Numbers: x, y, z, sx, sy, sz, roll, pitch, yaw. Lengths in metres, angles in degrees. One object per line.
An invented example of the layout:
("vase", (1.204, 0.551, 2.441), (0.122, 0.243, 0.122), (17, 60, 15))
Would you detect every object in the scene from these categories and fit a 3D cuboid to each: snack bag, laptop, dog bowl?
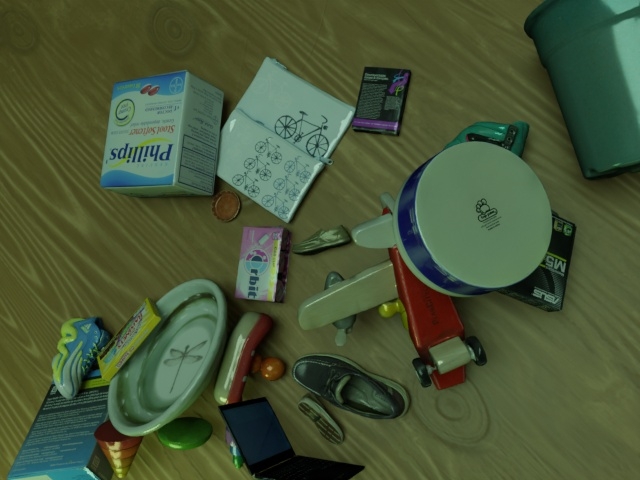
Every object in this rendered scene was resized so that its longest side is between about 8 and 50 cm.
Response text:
("snack bag", (-0.109, -0.264, 1.565), (0.323, 0.037, 0.343), (35, 94, 22))
("laptop", (-0.057, 0.430, 1.326), (0.264, 0.234, 0.137), (1, 82, 21))
("dog bowl", (0.268, -0.037, 1.090), (0.264, 0.104, 0.265), (3, 78, -14))

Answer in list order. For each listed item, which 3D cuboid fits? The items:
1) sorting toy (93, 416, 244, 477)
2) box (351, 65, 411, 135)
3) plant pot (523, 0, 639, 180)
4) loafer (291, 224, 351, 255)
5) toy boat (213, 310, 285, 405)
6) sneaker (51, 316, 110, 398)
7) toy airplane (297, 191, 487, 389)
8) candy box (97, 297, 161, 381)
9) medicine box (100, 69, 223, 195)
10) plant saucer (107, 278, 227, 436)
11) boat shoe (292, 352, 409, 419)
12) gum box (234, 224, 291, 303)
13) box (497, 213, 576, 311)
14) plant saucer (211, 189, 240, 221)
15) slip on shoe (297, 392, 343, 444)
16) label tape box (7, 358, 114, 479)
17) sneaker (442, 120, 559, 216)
("sorting toy", (-0.345, 0.500, 1.453), (0.365, 0.127, 0.126), (2, 100, -5))
("box", (0.148, -0.338, 1.487), (0.116, 0.029, 0.162), (11, 86, 20))
("plant pot", (0.600, -0.306, 1.173), (0.341, 0.341, 0.334), (-13, 84, 18))
("loafer", (0.000, 0.000, 1.475), (0.148, 0.056, 0.050), (-13, 76, 7))
("toy boat", (-0.156, 0.288, 1.455), (0.151, 0.151, 0.231), (17, 88, -9))
("sneaker", (-0.619, 0.290, 1.602), (0.126, 0.091, 0.240), (-21, 49, 4))
("toy airplane", (0.189, 0.078, 1.273), (0.386, 0.272, 0.385), (23, 96, -8))
("candy box", (-0.488, 0.248, 1.560), (0.206, 0.027, 0.105), (-50, 36, 0))
("medicine box", (-0.410, -0.264, 1.594), (0.263, 0.149, 0.290), (1, 81, 30))
("plant saucer", (-0.343, 0.285, 1.473), (0.400, 0.100, 0.401), (-30, 38, 27))
("boat shoe", (0.056, 0.326, 1.377), (0.285, 0.092, 0.103), (18, 91, 23))
("gum box", (-0.139, 0.055, 1.509), (0.107, 0.062, 0.189), (3, 83, 20))
("box", (0.399, 0.023, 1.196), (0.190, 0.045, 0.184), (22, 72, -15))
("plant saucer", (-0.245, -0.089, 1.598), (0.083, 0.013, 0.084), (-4, 79, 20))
("slip on shoe", (0.005, 0.406, 1.404), (0.135, 0.041, 0.051), (44, 122, -2))
("label tape box", (-0.607, 0.460, 1.570), (0.240, 0.106, 0.334), (-13, 40, 18))
("sneaker", (0.412, -0.160, 1.317), (0.295, 0.124, 0.178), (35, 97, 15))
